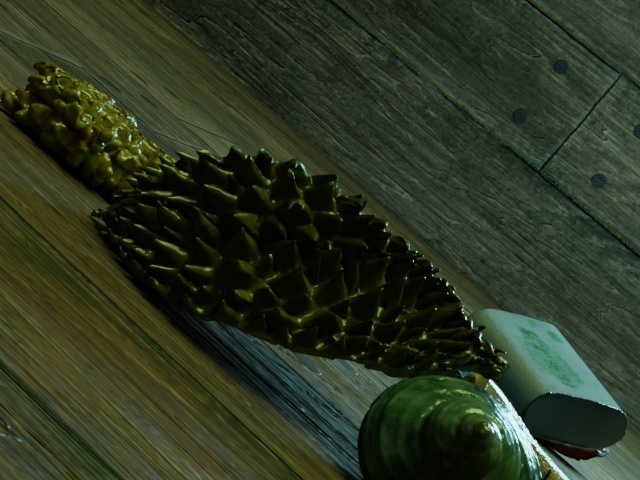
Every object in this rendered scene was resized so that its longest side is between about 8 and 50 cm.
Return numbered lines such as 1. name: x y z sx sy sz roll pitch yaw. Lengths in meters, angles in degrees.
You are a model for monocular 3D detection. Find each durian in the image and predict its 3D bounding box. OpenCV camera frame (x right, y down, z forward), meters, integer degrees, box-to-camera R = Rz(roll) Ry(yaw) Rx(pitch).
1. durian: -0.018 0.050 1.437 0.394 0.163 0.198 21 -31 -7

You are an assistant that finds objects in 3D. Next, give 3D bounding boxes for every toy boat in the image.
1. toy boat: 0.347 0.266 2.382 0.173 0.069 0.059 32 13 -1

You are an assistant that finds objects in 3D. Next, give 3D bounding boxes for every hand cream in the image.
1. hand cream: 0.220 0.238 1.838 0.203 0.084 0.084 43 5 -13

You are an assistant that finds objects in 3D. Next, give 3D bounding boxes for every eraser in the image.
1. eraser: 0.308 0.192 2.292 0.174 0.081 0.227 18 22 -28

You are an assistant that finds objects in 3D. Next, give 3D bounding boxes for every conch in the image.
1. conch: 0.115 0.186 1.359 0.176 0.122 0.188 47 9 14

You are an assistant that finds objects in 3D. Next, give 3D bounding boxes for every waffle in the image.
1. waffle: -0.220 -0.104 1.668 0.193 0.070 0.197 41 7 20

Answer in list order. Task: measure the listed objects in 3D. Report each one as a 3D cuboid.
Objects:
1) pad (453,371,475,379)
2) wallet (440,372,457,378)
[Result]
1. pad: 0.216 0.203 2.132 0.270 0.012 0.269 49 5 -10
2. wallet: 0.109 0.123 2.179 0.190 0.033 0.095 41 5 5
